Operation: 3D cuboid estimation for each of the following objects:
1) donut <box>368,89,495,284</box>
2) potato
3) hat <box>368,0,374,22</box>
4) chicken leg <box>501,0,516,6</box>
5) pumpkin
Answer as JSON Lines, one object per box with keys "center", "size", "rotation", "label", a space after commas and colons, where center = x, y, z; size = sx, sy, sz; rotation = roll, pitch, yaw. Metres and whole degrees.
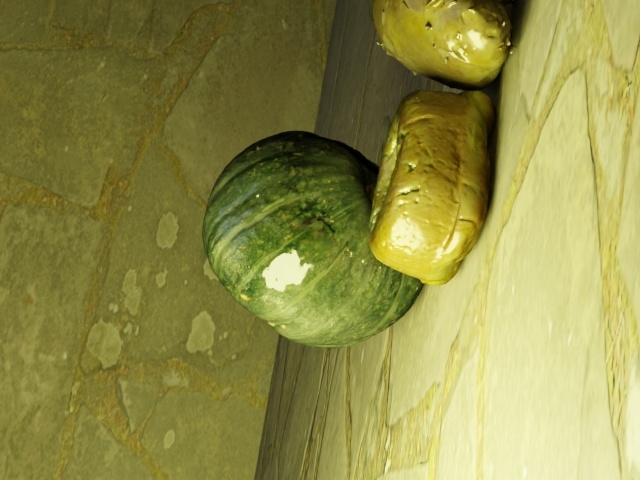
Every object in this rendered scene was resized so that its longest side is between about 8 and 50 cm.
{"center": [0.142, -0.070, 1.686], "size": [0.208, 0.128, 0.261], "rotation": [113, 169, -56], "label": "donut"}
{"center": [0.163, -0.285, 1.719], "size": [0.141, 0.191, 0.296], "rotation": [-44, 16, -6], "label": "potato"}
{"center": [0.176, -0.485, 2.231], "size": [0.252, 0.110, 0.252], "rotation": [-167, 90, -76], "label": "hat"}
{"center": [0.256, -0.390, 1.674], "size": [0.085, 0.069, 0.197], "rotation": [-122, 33, -45], "label": "chicken leg"}
{"center": [0.000, 0.000, 1.860], "size": [0.257, 0.328, 0.291], "rotation": [-38, 47, 24], "label": "pumpkin"}
